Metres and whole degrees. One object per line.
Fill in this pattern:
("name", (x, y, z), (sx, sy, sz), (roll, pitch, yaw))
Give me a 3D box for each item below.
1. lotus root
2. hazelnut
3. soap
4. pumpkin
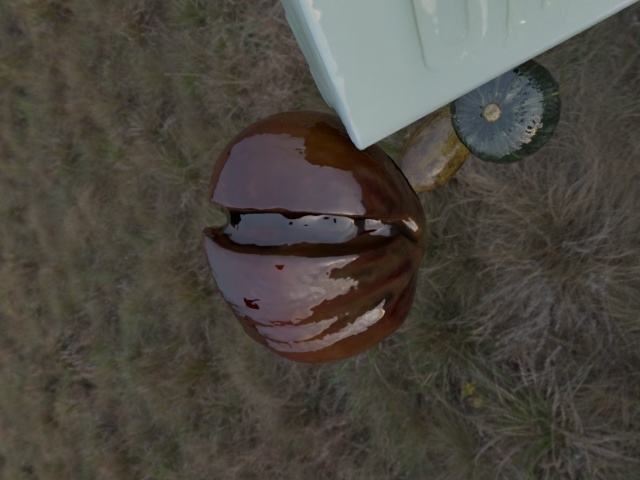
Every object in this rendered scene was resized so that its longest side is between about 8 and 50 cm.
("lotus root", (0.266, -0.205, 1.333), (0.260, 0.128, 0.145), (-46, 46, 6))
("hazelnut", (0.000, 0.000, 0.454), (0.177, 0.177, 0.204), (10, 104, 45))
("soap", (0.103, -0.186, 0.324), (0.160, 0.265, 0.088), (61, -179, -47))
("pumpkin", (0.352, -0.254, 1.083), (0.211, 0.152, 0.212), (12, 117, 26))
